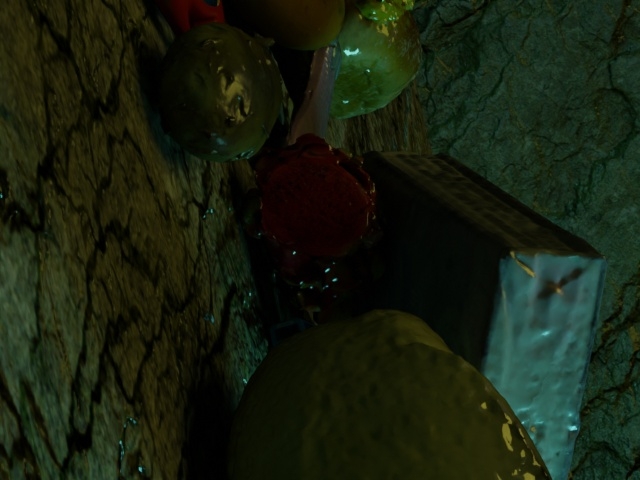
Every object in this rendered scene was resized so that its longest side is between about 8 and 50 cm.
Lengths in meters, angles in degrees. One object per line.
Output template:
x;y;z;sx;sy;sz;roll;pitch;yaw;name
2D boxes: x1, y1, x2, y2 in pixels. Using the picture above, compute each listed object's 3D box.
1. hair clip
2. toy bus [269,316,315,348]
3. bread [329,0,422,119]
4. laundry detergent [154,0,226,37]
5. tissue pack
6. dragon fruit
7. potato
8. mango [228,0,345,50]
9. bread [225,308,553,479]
-0.022;-0.128;1.804;0.095;0.110;0.359;26;37;-21;hair clip
-0.022;0.098;1.527;0.083;0.038;0.046;33;39;-79;toy bus
0.044;-0.284;2.096;0.246;0.176;0.196;51;28;-69;bread
-0.114;-0.211;1.421;0.165;0.049;0.097;61;28;-63;laundry detergent
0.126;0.091;1.536;0.394;0.124;0.288;-133;-130;-68;tissue pack
0.000;0.000;1.539;0.150;0.133;0.208;-92;170;-61;dragon fruit
-0.081;-0.128;1.349;0.225;0.090;0.117;-48;132;-74;potato
-0.051;-0.287;1.738;0.253;0.113;0.138;23;46;-67;mango
0.049;0.216;1.209;0.320;0.237;0.320;162;-90;-84;bread
